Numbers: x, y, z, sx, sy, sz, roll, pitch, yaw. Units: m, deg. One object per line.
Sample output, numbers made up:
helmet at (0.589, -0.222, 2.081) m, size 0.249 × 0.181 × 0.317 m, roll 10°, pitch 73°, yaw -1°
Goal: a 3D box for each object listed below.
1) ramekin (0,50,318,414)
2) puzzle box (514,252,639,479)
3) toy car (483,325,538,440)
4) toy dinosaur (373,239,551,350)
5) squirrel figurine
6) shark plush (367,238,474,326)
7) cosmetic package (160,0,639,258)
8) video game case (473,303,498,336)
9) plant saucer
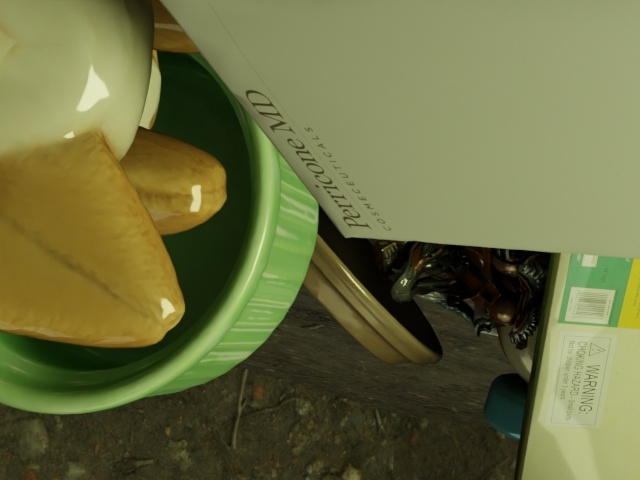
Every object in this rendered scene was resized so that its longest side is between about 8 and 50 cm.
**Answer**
ramekin at (-0.148, -0.026, 1.173) m, size 0.303 × 0.303 × 0.148 m, roll 9°, pitch 176°, yaw 21°
puzzle box at (0.292, 0.075, 1.159) m, size 0.272 × 0.052 × 0.408 m, roll 5°, pitch 135°, yaw 2°
toy car at (0.259, 0.058, 1.539) m, size 0.210 × 0.219 × 0.238 m, roll 14°, pitch -162°, yaw -7°
toy dinosaur at (0.214, 0.012, 1.311) m, size 0.322 × 0.218 × 0.164 m, roll -22°, pitch 137°, yaw 5°
squirrel figurine at (-0.241, -0.108, 0.916) m, size 0.397 × 0.281 × 0.370 m, roll 1°, pitch -174°, yaw -10°
shark plush at (0.111, 0.030, 1.718) m, size 0.161 × 0.073 × 0.067 m, roll 28°, pitch -175°, yaw 16°
cosmetic package at (0.140, -0.102, 0.666) m, size 0.366 × 0.155 × 0.197 m, roll 3°, pitch 146°, yaw 38°
video game case at (0.257, 0.074, 1.711) m, size 0.193 × 0.023 × 0.212 m, roll 12°, pitch -164°, yaw 2°
plant saucer at (0.000, 0.000, 1.352) m, size 0.278 × 0.041 × 0.278 m, roll 50°, pitch -173°, yaw -8°
